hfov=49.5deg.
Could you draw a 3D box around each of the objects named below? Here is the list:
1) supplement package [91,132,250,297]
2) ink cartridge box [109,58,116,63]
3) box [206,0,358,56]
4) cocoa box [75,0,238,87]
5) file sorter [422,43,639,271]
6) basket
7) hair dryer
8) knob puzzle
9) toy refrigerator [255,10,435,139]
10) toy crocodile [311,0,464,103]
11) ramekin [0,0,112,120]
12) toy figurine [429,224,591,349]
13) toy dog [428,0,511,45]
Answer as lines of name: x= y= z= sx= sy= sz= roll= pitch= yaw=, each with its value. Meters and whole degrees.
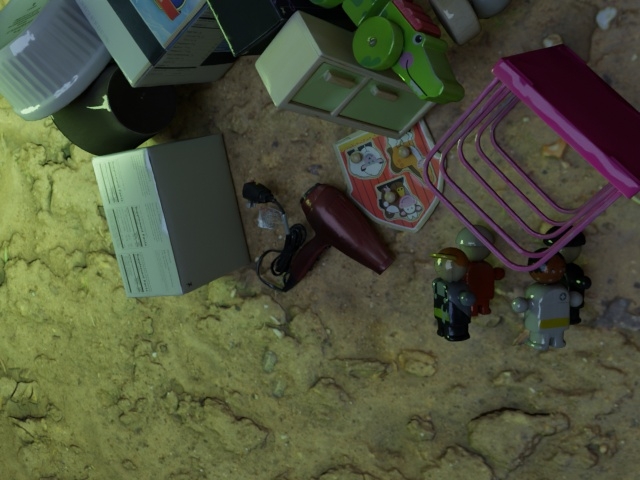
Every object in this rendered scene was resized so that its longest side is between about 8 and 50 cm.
supplement package: x=-0.269 y=-0.050 z=1.287 sx=0.145 sy=0.204 sz=0.261 roll=-4 pitch=102 yaw=32
ink cartridge box: x=-0.503 y=-0.395 z=1.404 sx=0.209 sy=0.062 sz=0.109 roll=49 pitch=122 yaw=9
box: x=-0.060 y=-0.380 z=1.031 sx=0.103 sy=0.261 sz=0.184 roll=-24 pitch=92 yaw=34
cocoa box: x=-0.262 y=-0.462 z=1.141 sx=0.228 sy=0.231 sz=0.347 roll=-36 pitch=85 yaw=33
file sorter: x=0.289 y=-0.110 z=0.895 sx=0.202 sy=0.291 sz=0.182 roll=47 pitch=125 yaw=10
basket: x=-0.366 y=-0.243 z=1.259 sx=0.204 sy=0.154 sz=0.227 roll=40 pitch=158 yaw=-32
hair dryer: x=0.000 y=0.000 z=1.241 sx=0.294 sy=0.080 sz=0.223 roll=12 pitch=126 yaw=33
knob puzzle: x=0.120 y=-0.101 z=1.149 sx=0.213 sy=0.030 sz=0.213 roll=9 pitch=109 yaw=27
toy refrigerator: x=0.049 y=-0.226 z=1.000 sx=0.102 sy=0.270 sz=0.094 roll=-43 pitch=59 yaw=32
toy crocodile: x=0.081 y=-0.311 z=0.931 sx=0.105 sy=0.115 sz=0.340 roll=-49 pitch=60 yaw=30
ramekin: x=-0.476 y=-0.353 z=1.213 sx=0.273 sy=0.272 sz=0.127 roll=-12 pitch=141 yaw=32
toy figurine: x=0.272 y=0.056 z=1.002 sx=0.213 sy=0.210 sz=0.148 roll=3 pitch=101 yaw=29
toy dog: x=0.176 y=-0.423 z=0.954 sx=0.220 sy=0.161 sz=0.333 roll=-14 pitch=86 yaw=9
